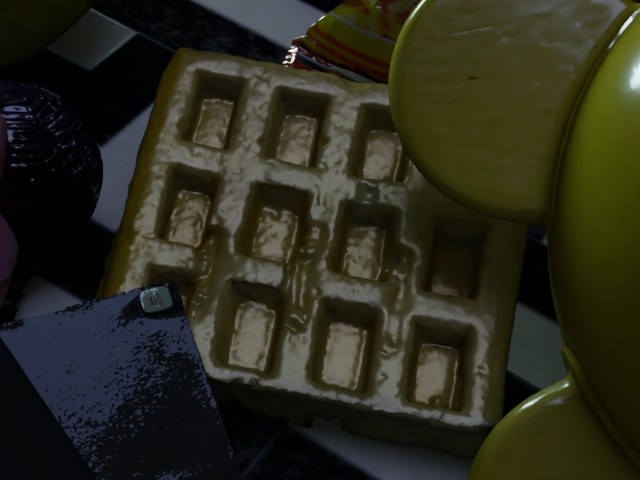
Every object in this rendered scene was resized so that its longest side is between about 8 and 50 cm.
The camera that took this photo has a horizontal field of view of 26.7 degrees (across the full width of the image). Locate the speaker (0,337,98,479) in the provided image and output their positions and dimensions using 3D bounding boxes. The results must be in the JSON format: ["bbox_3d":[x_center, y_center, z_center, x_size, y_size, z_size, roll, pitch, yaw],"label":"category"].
[{"bbox_3d":[-0.222,0.163,0.481,0.232,0.254,0.184,-10,48,-43],"label":"speaker"}]

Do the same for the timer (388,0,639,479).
[{"bbox_3d":[0.242,0.007,0.692,0.386,0.376,0.376,-12,48,7],"label":"timer"}]

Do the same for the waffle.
[{"bbox_3d":[0.000,0.000,0.797,0.247,0.055,0.221,10,62,2],"label":"waffle"}]

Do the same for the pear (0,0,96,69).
[{"bbox_3d":[-0.271,-0.250,0.856,0.303,0.304,0.304,5,47,-5],"label":"pear"}]

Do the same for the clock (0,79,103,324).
[{"bbox_3d":[-0.208,-0.030,0.740,0.100,0.194,0.195,2,42,26],"label":"clock"}]

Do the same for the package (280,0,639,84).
[{"bbox_3d":[0.128,-0.173,0.976,0.223,0.108,0.288,23,51,14],"label":"package"}]

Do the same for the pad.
[{"bbox_3d":[-0.097,0.120,0.690,0.116,0.004,0.193,-13,73,-23],"label":"pad"}]
